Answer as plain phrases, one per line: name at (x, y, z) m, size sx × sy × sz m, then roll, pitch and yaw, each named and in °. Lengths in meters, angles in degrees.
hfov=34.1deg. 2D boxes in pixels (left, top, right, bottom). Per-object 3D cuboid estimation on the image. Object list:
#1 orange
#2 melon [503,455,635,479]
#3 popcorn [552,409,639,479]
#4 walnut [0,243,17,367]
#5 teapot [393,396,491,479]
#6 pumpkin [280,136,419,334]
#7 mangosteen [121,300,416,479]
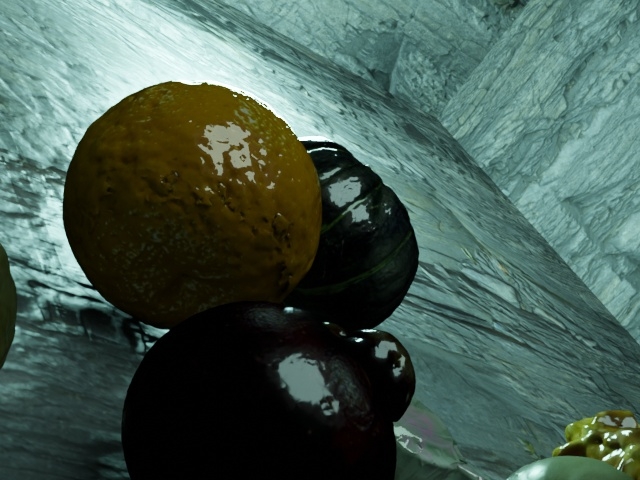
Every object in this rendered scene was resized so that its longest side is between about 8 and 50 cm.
orange at (-0.164, -0.050, 1.365) m, size 0.340 × 0.340 × 0.293 m, roll 30°, pitch 39°, yaw -22°
melon at (0.326, 0.410, 1.341) m, size 0.272 × 0.271 × 0.308 m, roll -116°, pitch -179°, yaw -51°
popcorn at (0.514, 0.413, 1.738) m, size 0.265 × 0.225 × 0.332 m, roll 30°, pitch 0°, yaw 39°
walnut at (-0.382, 0.056, 0.899) m, size 0.283 × 0.227 × 0.283 m, roll -18°, pitch 90°, yaw -87°
teapot at (0.090, 0.296, 1.300) m, size 0.221 × 0.178 × 0.163 m, roll 30°, pitch 15°, yaw -15°
pumpkin at (0.000, 0.000, 1.613) m, size 0.323 × 0.241 × 0.323 m, roll 48°, pitch -23°, yaw 27°
mangosteen at (-0.041, 0.196, 1.067) m, size 0.297 × 0.313 × 0.297 m, roll 161°, pitch -90°, yaw -80°
